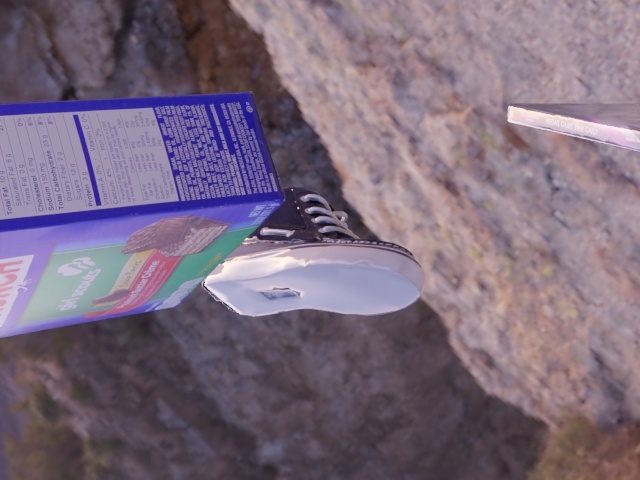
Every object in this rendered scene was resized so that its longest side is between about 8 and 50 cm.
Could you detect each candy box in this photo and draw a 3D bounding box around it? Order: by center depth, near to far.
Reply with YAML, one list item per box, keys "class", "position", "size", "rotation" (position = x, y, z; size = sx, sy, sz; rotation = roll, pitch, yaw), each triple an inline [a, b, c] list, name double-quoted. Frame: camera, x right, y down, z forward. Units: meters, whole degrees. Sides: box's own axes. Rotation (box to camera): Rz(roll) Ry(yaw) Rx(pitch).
- class: "candy box"
  position: [-0.234, -0.014, 1.061]
  size: [0.268, 0.317, 0.122]
  rotation: [-42, 61, 52]

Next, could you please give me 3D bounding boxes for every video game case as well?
- class: "video game case"
  position: [0.338, -0.115, 1.196]
  size: [0.274, 0.196, 0.026]
  rotation: [-146, 56, -68]

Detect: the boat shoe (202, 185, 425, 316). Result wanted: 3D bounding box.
- class: "boat shoe"
  position: [0.000, 0.000, 1.481]
  size: [0.340, 0.158, 0.127]
  rotation: [-4, 145, 41]
